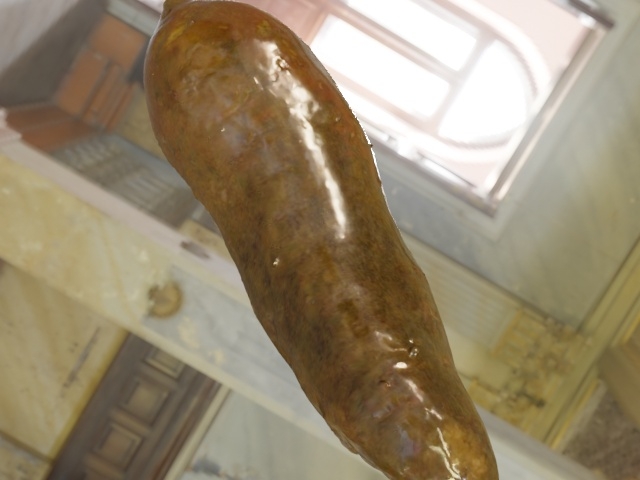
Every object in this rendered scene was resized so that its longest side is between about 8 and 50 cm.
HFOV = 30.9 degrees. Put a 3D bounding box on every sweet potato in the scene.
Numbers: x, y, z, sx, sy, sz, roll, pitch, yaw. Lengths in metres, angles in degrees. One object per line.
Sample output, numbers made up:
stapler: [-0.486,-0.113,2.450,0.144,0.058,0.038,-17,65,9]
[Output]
sweet potato: [0.001,0.001,0.548,0.097,0.291,0.097,-26,159,-11]
